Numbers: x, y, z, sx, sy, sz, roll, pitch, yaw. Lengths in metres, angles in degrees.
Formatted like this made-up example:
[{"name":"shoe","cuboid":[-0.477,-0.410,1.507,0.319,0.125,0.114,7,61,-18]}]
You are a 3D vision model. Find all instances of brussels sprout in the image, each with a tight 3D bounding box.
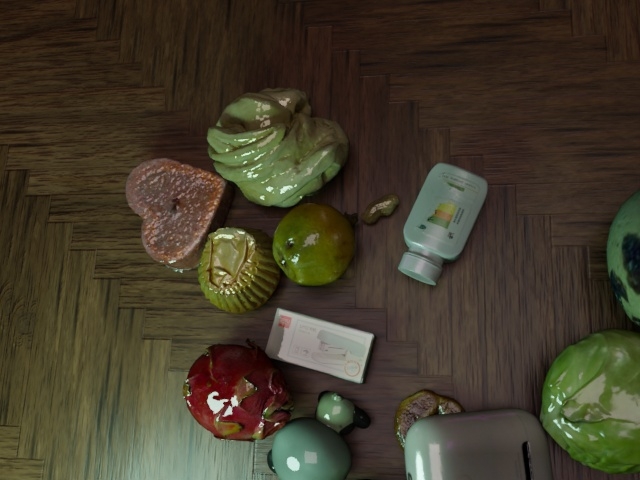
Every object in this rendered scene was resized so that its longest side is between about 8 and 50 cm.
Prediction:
[{"name":"brussels sprout","cuboid":[0.659,0.358,1.417,0.328,0.247,0.328,-9,69,23]}]

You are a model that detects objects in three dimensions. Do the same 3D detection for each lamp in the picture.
[{"name":"lamp","cuboid":[-0.005,0.485,1.540,0.198,0.197,0.244,30,69,15]}]

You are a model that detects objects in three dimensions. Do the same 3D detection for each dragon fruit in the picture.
[{"name":"dragon fruit","cuboid":[-0.211,0.362,1.559,0.250,0.250,0.315,-46,52,-3]}]

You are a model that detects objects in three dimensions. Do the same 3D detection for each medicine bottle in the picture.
[{"name":"medicine bottle","cuboid":[0.304,-0.040,1.638,0.161,0.111,0.296,25,83,15]}]

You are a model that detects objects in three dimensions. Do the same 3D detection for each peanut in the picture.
[{"name":"peanut","cuboid":[0.159,-0.085,1.705,0.113,0.054,0.054,-32,74,4]}]

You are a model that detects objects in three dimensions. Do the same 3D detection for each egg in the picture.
[{"name":"egg","cuboid":[0.807,0.041,1.397,0.345,0.345,0.428,-9,49,8]}]

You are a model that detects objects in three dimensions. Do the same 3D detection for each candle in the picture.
[{"name":"candle","cuboid":[-0.377,-0.091,1.765,0.287,0.131,0.317,-21,75,2]}]

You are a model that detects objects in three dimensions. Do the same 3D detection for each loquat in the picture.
[{"name":"loquat","cuboid":[0.000,0.000,1.643,0.246,0.213,0.213,-34,72,-23]}]

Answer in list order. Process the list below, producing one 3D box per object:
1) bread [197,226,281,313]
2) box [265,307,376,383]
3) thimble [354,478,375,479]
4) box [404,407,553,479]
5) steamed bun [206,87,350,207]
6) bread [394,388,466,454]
[{"name":"bread","cuboid":[-0.217,0.074,1.689,0.240,0.139,0.240,-2,79,12]},{"name":"box","cuboid":[-0.002,0.270,1.635,0.269,0.079,0.135,14,79,13]},{"name":"thimble","cuboid":[0.115,0.659,1.415,0.167,0.288,0.254,-41,44,-3]},{"name":"box","cuboid":[0.356,0.526,1.426,0.349,0.141,0.288,1,74,-19]},{"name":"steamed bun","cuboid":[-0.125,-0.262,1.710,0.325,0.230,0.372,-44,72,-5]},{"name":"bread","cuboid":[0.269,0.458,1.553,0.193,0.064,0.193,-2,72,7]}]
